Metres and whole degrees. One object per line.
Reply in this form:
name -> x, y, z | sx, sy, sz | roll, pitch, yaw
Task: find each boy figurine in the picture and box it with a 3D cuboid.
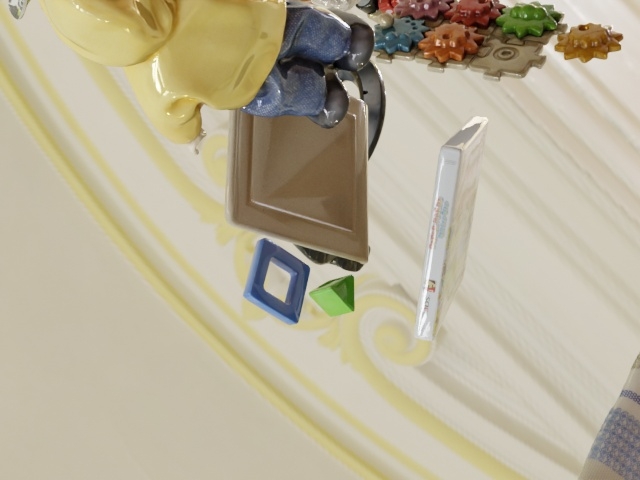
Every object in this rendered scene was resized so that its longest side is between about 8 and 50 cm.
boy figurine -> -0.089, -0.151, 0.758 | 0.285, 0.177, 0.092 | 3, -153, -43

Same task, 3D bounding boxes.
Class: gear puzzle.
gear puzzle -> 0.231, -0.282, 1.308 | 0.339, 0.044, 0.175 | 15, -131, 28

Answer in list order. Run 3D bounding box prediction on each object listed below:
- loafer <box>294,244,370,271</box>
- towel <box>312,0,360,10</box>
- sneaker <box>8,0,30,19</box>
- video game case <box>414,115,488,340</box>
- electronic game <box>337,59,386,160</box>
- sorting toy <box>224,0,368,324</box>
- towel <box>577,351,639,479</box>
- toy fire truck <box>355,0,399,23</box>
loafer -> 0.000, 0.000, 1.357 | 0.061, 0.062, 0.170 | 30, 180, 37
towel -> -0.040, -0.445, 1.534 | 0.282, 0.049, 0.187 | 25, -136, 14
sneaker -> -0.429, -0.360, 1.432 | 0.031, 0.083, 0.035 | 41, -146, 17
video game case -> 0.147, -0.022, 1.089 | 0.026, 0.206, 0.227 | 10, -163, 13
electronic game -> 0.025, -0.188, 1.567 | 0.048, 0.229, 0.229 | 15, -124, -36
sorting toy -> -0.026, -0.080, 0.974 | 0.196, 0.047, 0.347 | 19, -116, -41
towel -> 0.312, 0.186, 0.753 | 0.209, 0.034, 0.285 | 34, -125, 6
toy fire truck -> 0.216, -0.579, 2.069 | 0.159, 0.246, 0.217 | 18, -113, -44
